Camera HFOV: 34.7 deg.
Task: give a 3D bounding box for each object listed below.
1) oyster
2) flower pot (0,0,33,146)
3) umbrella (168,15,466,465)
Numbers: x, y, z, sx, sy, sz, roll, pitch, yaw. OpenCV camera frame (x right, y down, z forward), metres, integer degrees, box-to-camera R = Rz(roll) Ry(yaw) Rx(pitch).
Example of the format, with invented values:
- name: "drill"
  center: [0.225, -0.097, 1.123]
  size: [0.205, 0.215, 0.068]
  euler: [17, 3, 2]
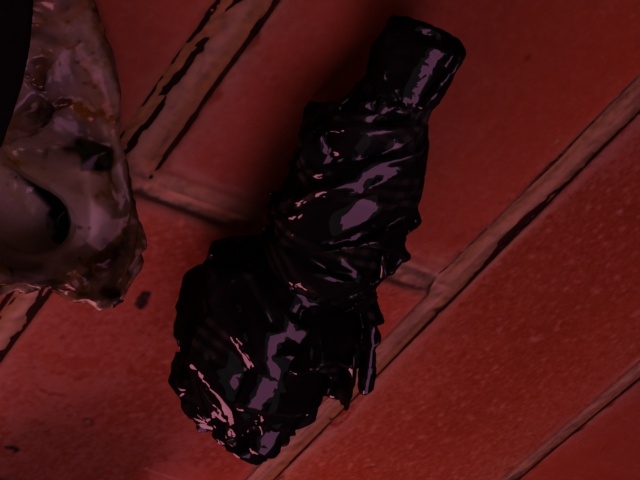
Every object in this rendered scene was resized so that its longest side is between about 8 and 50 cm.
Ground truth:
- name: "oyster"
  center: [-0.172, -0.080, 0.575]
  size: [0.166, 0.094, 0.294]
  euler: [-15, 129, -34]
- name: "flower pot"
  center: [-0.312, -0.089, 0.303]
  size: [0.379, 0.251, 0.379]
  euler: [-35, 152, -22]
- name: "umbrella"
  center: [-0.010, -0.005, 0.706]
  size: [0.128, 0.154, 0.337]
  euler: [-31, 141, -60]
